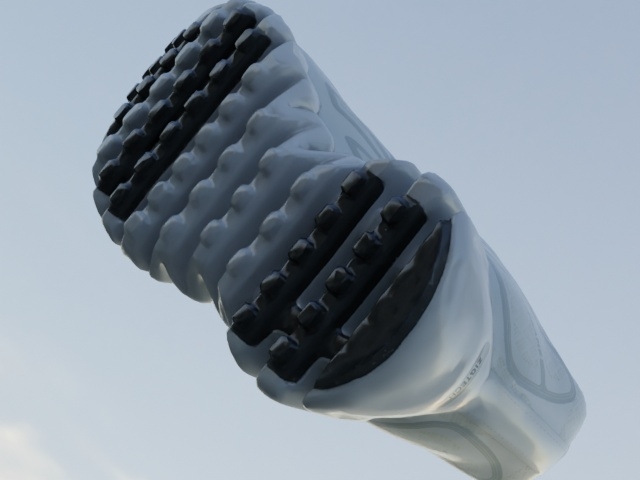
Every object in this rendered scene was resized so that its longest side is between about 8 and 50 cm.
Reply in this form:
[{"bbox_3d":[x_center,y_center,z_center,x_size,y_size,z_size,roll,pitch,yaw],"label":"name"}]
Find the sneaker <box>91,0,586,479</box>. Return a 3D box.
[{"bbox_3d":[0.000,0.000,0.749,0.118,0.110,0.292,37,9,-34],"label":"sneaker"}]
